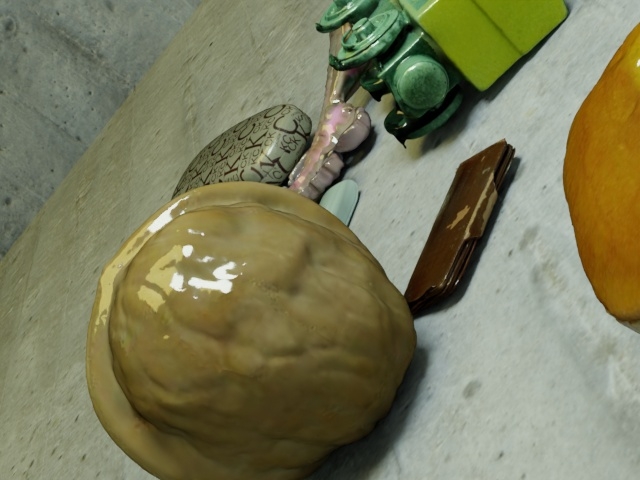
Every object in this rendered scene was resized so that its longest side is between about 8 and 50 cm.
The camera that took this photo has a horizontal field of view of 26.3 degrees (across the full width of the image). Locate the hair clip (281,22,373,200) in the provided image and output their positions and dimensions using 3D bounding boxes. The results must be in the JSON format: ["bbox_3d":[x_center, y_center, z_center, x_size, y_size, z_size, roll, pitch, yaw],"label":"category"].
[{"bbox_3d":[0.014,-0.149,1.729,0.173,0.069,0.300,-39,30,57],"label":"hair clip"}]

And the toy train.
[{"bbox_3d":[0.124,-0.257,1.559,0.237,0.150,0.369,-42,20,9],"label":"toy train"}]

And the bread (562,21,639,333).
[{"bbox_3d":[0.250,-0.046,0.827,0.204,0.156,0.288,-47,21,28],"label":"bread"}]

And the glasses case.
[{"bbox_3d":[-0.121,-0.103,1.965,0.354,0.085,0.137,-19,38,60],"label":"glasses case"}]

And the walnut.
[{"bbox_3d":[-0.074,0.089,1.225,0.285,0.285,0.296,-59,12,-14],"label":"walnut"}]

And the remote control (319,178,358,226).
[{"bbox_3d":[0.000,0.000,1.569,0.061,0.029,0.162,-36,24,48],"label":"remote control"}]

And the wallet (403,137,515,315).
[{"bbox_3d":[0.129,-0.012,1.276,0.095,0.026,0.176,-35,24,58],"label":"wallet"}]
